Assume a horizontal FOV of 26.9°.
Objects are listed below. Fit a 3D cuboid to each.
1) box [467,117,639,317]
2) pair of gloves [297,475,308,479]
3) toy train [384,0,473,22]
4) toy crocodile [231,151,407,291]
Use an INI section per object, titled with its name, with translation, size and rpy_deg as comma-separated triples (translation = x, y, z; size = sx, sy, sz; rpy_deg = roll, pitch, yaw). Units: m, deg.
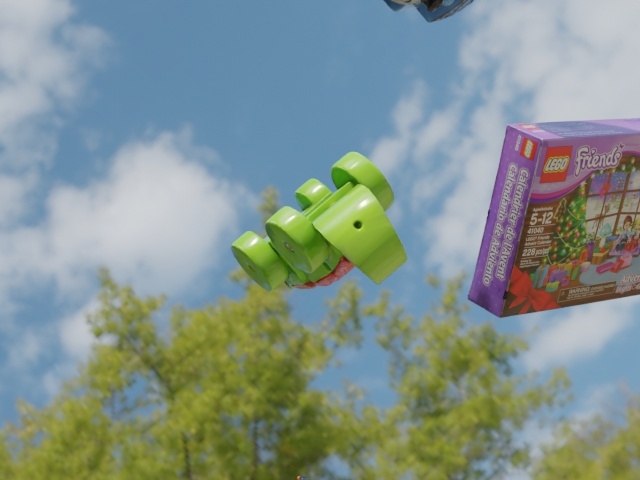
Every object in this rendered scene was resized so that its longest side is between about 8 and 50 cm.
[box]
translation = 0.302, -0.031, 1.467
size = 0.293, 0.057, 0.200
rpy_deg = -7, -65, -38
[pair of gloves]
translation = -0.009, 0.371, 1.891
size = 0.010, 0.083, 0.074
rpy_deg = -23, 1, -12
[toy train]
translation = 0.065, -0.212, 0.970
size = 0.080, 0.105, 0.184
rpy_deg = -43, -4, 22
[toy crocodile]
translation = 0.000, 0.000, 1.326
size = 0.115, 0.105, 0.340
rpy_deg = -41, 5, -18
